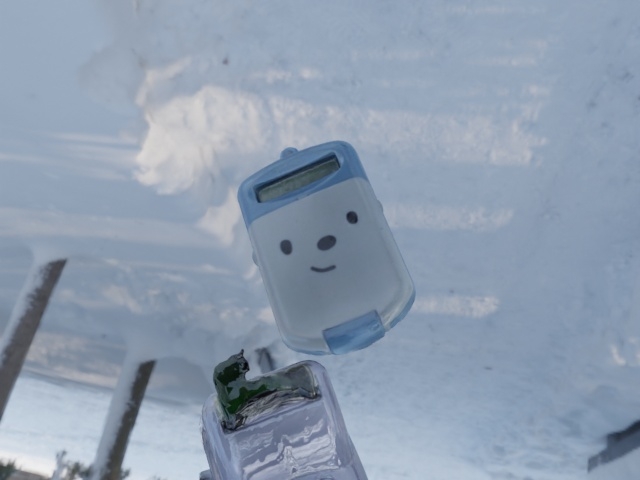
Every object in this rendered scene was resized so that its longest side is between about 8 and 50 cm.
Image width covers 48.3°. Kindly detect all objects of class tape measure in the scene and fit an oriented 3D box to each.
[{"bbox_3d":[-0.026,0.172,0.453,0.105,0.179,0.196,-18,164,-14],"label":"tape measure"}]

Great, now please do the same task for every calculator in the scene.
[{"bbox_3d":[0.000,0.000,0.618,0.121,0.210,0.039,-21,150,3],"label":"calculator"}]
